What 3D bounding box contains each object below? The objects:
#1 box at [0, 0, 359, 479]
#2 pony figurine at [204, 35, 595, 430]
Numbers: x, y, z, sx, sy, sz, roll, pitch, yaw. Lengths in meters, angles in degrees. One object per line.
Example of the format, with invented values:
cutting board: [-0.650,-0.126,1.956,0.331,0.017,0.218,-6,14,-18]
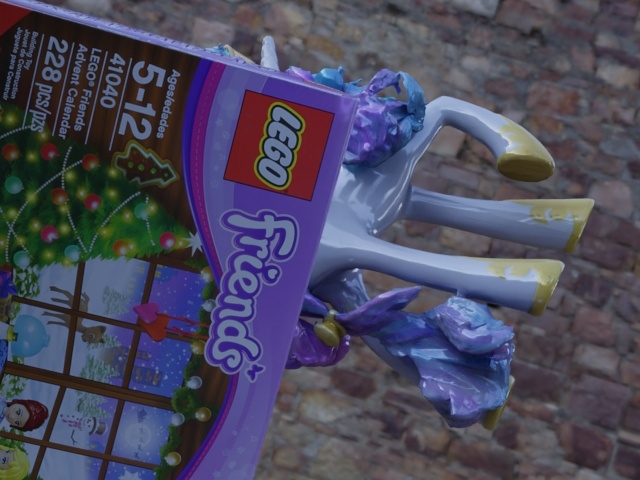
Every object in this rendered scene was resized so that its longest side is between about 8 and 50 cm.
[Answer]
box: [-0.119,0.048,0.428,0.201,0.293,0.057,14,10,-7]
pony figurine: [0.000,0.000,0.750,0.363,0.351,0.303,24,-28,14]
